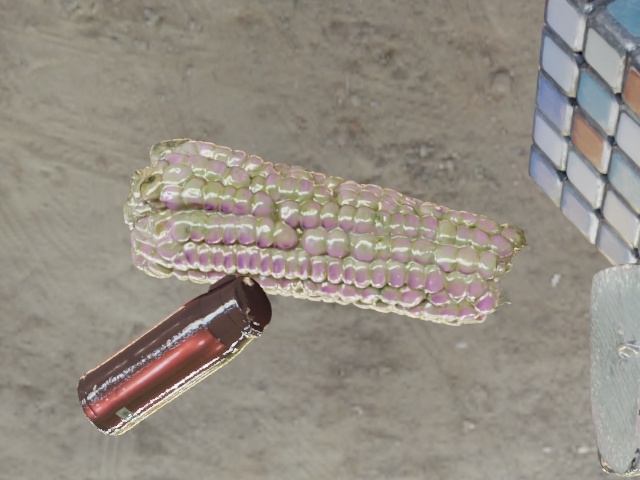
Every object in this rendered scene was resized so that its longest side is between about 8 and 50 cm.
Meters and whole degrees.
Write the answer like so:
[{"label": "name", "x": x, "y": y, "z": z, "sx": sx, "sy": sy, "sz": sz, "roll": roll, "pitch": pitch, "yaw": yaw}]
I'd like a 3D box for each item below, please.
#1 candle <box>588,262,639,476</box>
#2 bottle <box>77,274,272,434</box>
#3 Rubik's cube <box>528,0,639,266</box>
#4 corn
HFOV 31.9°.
[{"label": "candle", "x": 0.263, "y": 0.085, "z": 0.888, "sx": 0.068, "sy": 0.169, "sz": 0.192, "roll": 2, "pitch": 132, "yaw": -8}, {"label": "bottle", "x": -0.108, "y": 0.083, "z": 0.840, "sx": 0.164, "sy": 0.060, "sz": 0.060, "roll": -34, "pitch": 131, "yaw": 23}, {"label": "Rubik's cube", "x": 0.387, "y": -0.115, "z": 1.006, "sx": 0.291, "sy": 0.293, "sz": 0.287, "roll": -27, "pitch": 147, "yaw": -11}, {"label": "corn", "x": 0.000, "y": -0.002, "z": 0.947, "sx": 0.335, "sy": 0.127, "sz": 0.127, "roll": 11, "pitch": 142, "yaw": 0}]
